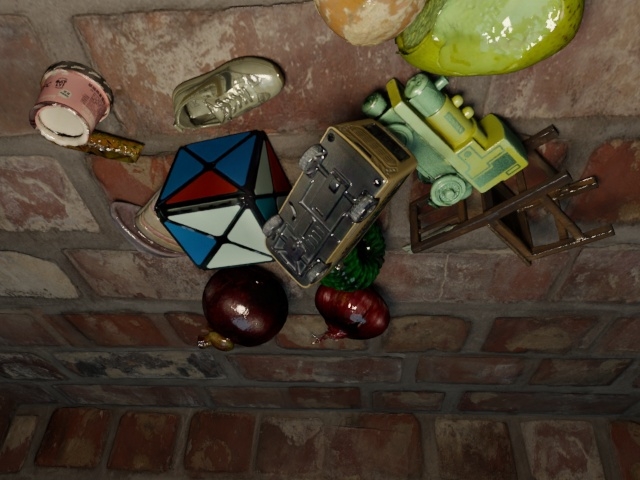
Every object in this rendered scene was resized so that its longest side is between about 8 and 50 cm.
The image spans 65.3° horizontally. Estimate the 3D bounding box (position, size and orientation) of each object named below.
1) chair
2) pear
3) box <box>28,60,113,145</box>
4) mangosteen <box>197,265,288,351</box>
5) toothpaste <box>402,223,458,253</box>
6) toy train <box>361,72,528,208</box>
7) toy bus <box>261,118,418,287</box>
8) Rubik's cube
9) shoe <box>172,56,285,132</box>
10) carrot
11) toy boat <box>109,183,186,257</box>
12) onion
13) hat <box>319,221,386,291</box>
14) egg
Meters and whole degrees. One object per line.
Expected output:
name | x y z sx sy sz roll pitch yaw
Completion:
chair | 0.467 -0.060 1.279 0.240 0.203 0.416 34 134 -30
pear | 0.313 -0.390 0.882 0.281 0.176 0.286 13 143 -16
box | -0.557 -0.293 1.109 0.151 0.135 0.151 3 144 2
mangosteen | -0.250 0.226 1.636 0.297 0.293 0.297 12 150 7
toothpaste | 0.334 -0.004 1.502 0.048 0.029 0.197 30 138 -30
toy train | 0.265 -0.234 1.119 0.369 0.150 0.237 33 123 -31
toy bus | 0.033 -0.070 1.061 0.177 0.202 0.365 47 132 12
Rubik's cube | -0.226 -0.093 1.251 0.246 0.248 0.250 -7 141 15
shoe | -0.207 -0.310 1.090 0.274 0.098 0.103 -15 143 21
carrot | -0.557 -0.243 1.233 0.228 0.069 0.069 14 142 -15
toy boat | -0.437 -0.034 1.428 0.293 0.111 0.276 -8 138 35
onion | 0.091 0.250 1.662 0.273 0.285 0.273 31 167 8
hat | 0.000 0.000 1.418 0.332 0.242 0.274 8 136 37
egg | 0.085 -0.436 0.810 0.203 0.203 0.245 7 153 -5
